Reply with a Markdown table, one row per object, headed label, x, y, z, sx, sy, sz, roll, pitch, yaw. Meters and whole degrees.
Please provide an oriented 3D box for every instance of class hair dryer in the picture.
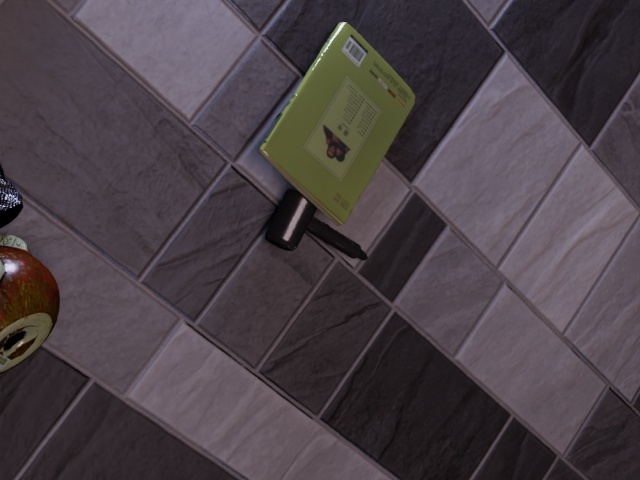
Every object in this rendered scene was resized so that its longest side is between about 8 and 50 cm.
| label | x | y | z | sx | sy | sz | roll | pitch | yaw |
| --- | --- | --- | --- | --- | --- | --- | --- | --- | --- |
| hair dryer | 0.001 | -0.002 | 1.832 | 0.248 | 0.070 | 0.114 | 32 | 80 | -36 |

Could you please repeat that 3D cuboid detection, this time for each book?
| label | x | y | z | sx | sy | sz | roll | pitch | yaw |
| --- | --- | --- | --- | --- | --- | --- | --- | --- | --- |
| book | 0.042 | -0.238 | 1.791 | 0.239 | 0.035 | 0.352 | 42 | 65 | -27 |

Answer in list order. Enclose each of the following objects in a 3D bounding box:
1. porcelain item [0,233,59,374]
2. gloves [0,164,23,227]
| label | x | y | z | sx | sy | sz | roll | pitch | yaw |
| --- | --- | --- | --- | --- | --- | --- | --- | --- | --- |
| porcelain item | -0.571 | 0.100 | 1.473 | 0.253 | 0.253 | 0.253 | -4 | 99 | -27 |
| gloves | -0.594 | -0.101 | 1.487 | 0.129 | 0.106 | 0.181 | -37 | 84 | -20 |
